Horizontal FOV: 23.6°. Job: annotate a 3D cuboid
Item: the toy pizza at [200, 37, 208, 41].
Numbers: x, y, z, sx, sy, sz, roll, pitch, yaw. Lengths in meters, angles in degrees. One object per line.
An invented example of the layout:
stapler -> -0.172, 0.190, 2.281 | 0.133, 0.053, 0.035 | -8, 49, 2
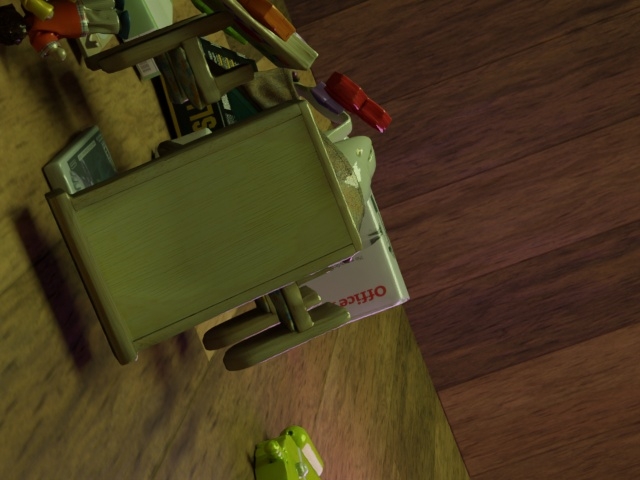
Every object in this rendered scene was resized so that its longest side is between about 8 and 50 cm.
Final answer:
toy pizza -> -0.171, -0.225, 2.373 | 0.201, 0.032, 0.201 | -19, 90, -77

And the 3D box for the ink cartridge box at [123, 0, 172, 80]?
ink cartridge box -> -0.254, -0.349, 2.082 | 0.235, 0.056, 0.171 | -103, 170, -53

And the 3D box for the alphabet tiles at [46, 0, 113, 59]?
alphabet tiles -> -0.296, -0.335, 1.777 | 0.198, 0.009, 0.237 | -67, 141, -55

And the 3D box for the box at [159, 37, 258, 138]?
box -> -0.121, -0.118, 2.201 | 0.257, 0.079, 0.322 | 4, 69, -76

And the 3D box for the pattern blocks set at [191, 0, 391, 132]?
pattern blocks set -> -0.080, -0.240, 1.619 | 0.325, 0.026, 0.285 | 40, -4, -25

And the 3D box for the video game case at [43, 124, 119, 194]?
video game case -> -0.229, -0.023, 1.624 | 0.190, 0.022, 0.173 | -78, 147, -74

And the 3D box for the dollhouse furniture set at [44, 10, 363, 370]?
dollhouse furniture set -> -0.147, -0.028, 1.599 | 0.362, 0.256, 0.394 | 69, -11, -11

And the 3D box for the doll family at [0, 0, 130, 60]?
doll family -> -0.286, -0.311, 1.520 | 0.118, 0.163, 0.263 | 121, -43, -59

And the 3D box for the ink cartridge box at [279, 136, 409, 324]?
ink cartridge box -> 0.000, 0.000, 2.378 | 0.115, 0.198, 0.273 | 11, 60, -81

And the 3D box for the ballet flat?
ballet flat -> -0.002, -0.102, 1.719 | 0.107, 0.106, 0.316 | 84, -20, -47

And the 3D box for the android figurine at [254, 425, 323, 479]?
android figurine -> -0.018, 0.355, 1.966 | 0.273, 0.056, 0.248 | 63, 11, -47

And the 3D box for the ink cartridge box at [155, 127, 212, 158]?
ink cartridge box -> -0.148, -0.029, 1.932 | 0.191, 0.082, 0.139 | -100, 167, -53
